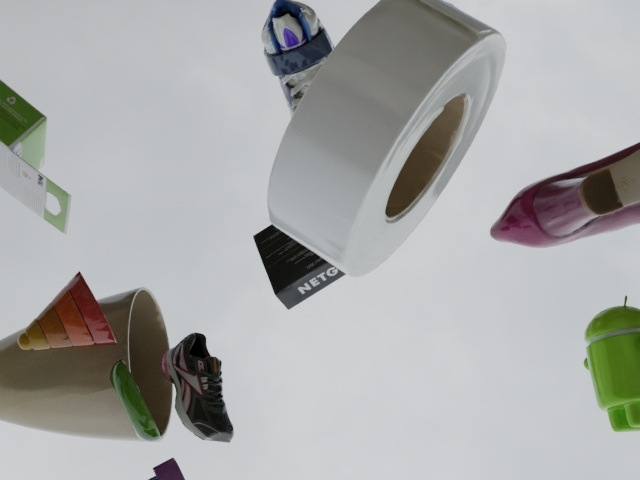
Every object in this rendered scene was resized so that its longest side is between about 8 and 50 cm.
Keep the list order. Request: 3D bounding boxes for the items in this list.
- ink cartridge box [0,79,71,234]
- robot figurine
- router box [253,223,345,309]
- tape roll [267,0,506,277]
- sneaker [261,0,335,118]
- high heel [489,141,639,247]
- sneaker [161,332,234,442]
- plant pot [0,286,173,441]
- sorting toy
[{"bbox_3d":[-0.525,-0.149,1.688,0.255,0.189,0.097,38,-119,0],"label":"ink cartridge box"},{"bbox_3d":[0.273,0.110,0.835,0.067,0.101,0.115,0,-112,-18],"label":"robot figurine"},{"bbox_3d":[0.000,0.000,1.347,0.046,0.179,0.133,50,-169,-43],"label":"router box"},{"bbox_3d":[0.070,-0.106,0.944,0.100,0.286,0.286,34,-144,17],"label":"tape roll"},{"bbox_3d":[-0.025,-0.258,1.563,0.236,0.130,0.322,51,-157,-49],"label":"sneaker"},{"bbox_3d":[0.422,-0.069,1.387,0.377,0.181,0.127,-7,-99,-38],"label":"high heel"},{"bbox_3d":[-0.167,0.203,1.328,0.072,0.077,0.178,11,-145,-49],"label":"sneaker"},{"bbox_3d":[-0.413,0.220,1.570,0.274,0.256,0.256,-7,-143,6],"label":"plant pot"},{"bbox_3d":[-0.316,0.228,1.324,0.126,0.127,0.365,-25,-102,-16],"label":"sorting toy"}]
